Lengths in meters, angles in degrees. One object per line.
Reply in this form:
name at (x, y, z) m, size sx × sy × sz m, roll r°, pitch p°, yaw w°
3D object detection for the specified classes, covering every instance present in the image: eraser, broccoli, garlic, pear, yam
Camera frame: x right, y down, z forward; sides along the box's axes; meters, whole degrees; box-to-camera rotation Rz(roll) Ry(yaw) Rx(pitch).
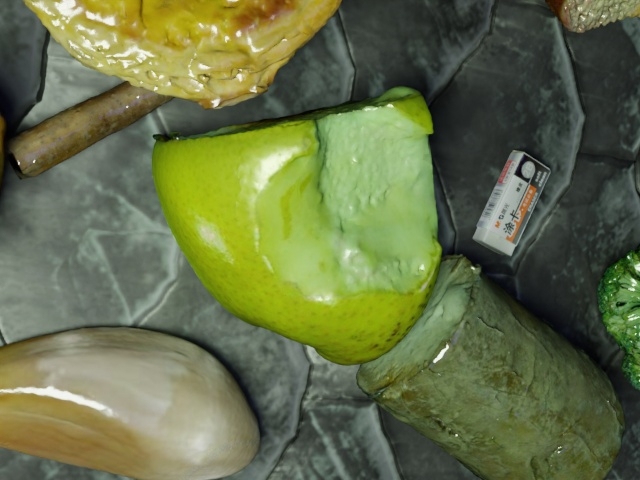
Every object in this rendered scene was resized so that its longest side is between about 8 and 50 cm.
eraser at (0.235, -0.045, 1.056) m, size 0.052 × 0.029 × 0.122 m, roll 27°, pitch 87°, yaw -27°
broccoli at (0.498, 0.106, 1.077) m, size 0.254 × 0.269 × 0.269 m, roll -36°, pitch 112°, yaw -9°
garlic at (-0.198, 0.163, 0.853) m, size 0.318 × 0.112 × 0.143 m, roll 13°, pitch 96°, yaw -16°
pear at (0.000, 0.000, 0.871) m, size 0.287 × 0.176 × 0.281 m, roll -14°, pitch 105°, yaw -22°
yam at (0.199, 0.165, 0.988) m, size 0.300 × 0.195 × 0.195 m, roll 39°, pitch 81°, yaw -25°
yam at (-0.155, -0.155, 0.843) m, size 0.327 × 0.045 × 0.045 m, roll -34°, pitch 70°, yaw -19°

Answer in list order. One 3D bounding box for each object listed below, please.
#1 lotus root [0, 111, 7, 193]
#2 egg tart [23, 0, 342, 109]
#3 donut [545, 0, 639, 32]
lotus root at (-0.364, -0.022, 0.694) m, size 0.193 × 0.193 × 0.290 m, roll 38°, pitch 78°, yaw -26°
egg tart at (-0.132, -0.292, 0.777) m, size 0.342 × 0.129 × 0.340 m, roll -2°, pitch 97°, yaw -21°
donut at (0.304, -0.341, 1.000) m, size 0.126 × 0.144 × 0.186 m, roll -29°, pitch 140°, yaw -13°
